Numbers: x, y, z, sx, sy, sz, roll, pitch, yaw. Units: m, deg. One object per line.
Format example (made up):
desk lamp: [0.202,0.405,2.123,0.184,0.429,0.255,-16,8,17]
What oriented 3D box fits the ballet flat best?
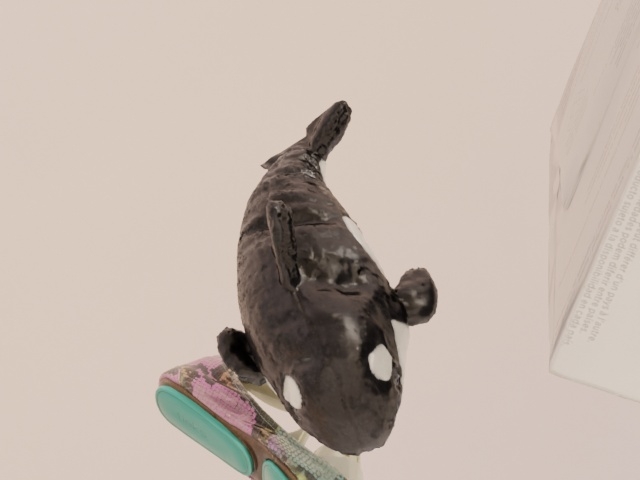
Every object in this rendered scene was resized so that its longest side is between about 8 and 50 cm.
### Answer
ballet flat: [-0.024,0.149,0.926,0.079,0.221,0.077,-33,-36,-28]

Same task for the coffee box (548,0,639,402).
coffee box: [0.349,-0.090,0.795,0.334,0.338,0.337,18,-62,0]

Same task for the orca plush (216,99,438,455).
orca plush: [0.000,0.000,0.894,0.151,0.287,0.102,-3,-42,12]
